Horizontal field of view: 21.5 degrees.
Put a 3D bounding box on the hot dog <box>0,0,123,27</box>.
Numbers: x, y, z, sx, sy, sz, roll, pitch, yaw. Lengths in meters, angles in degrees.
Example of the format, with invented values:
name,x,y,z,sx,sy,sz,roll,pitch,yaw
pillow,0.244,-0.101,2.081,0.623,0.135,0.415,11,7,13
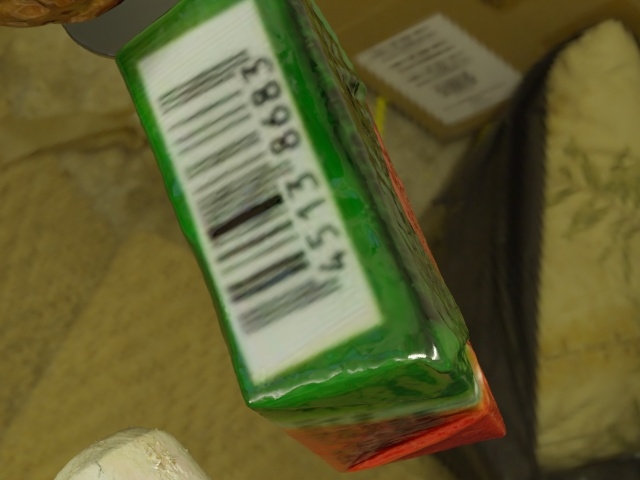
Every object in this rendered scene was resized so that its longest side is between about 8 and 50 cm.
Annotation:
name,x,y,z,sx,sy,sz,roll,pitch,yaw
hot dog,-0.228,-0.288,0.935,0.387,0.267,0.174,43,25,-39

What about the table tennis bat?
name,x,y,z,sx,sy,sz,roll,pitch,yaw
table tennis bat,-0.125,-0.258,1.412,0.246,0.138,0.022,-57,154,-12

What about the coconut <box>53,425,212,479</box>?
name,x,y,z,sx,sy,sz,roll,pitch,yaw
coconut,-0.164,0.273,1.592,0.171,0.171,0.183,-15,53,-46

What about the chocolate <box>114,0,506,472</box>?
name,x,y,z,sx,sy,sz,roll,pitch,yaw
chocolate,0.000,0.000,1.338,0.341,0.161,0.360,52,15,-69
